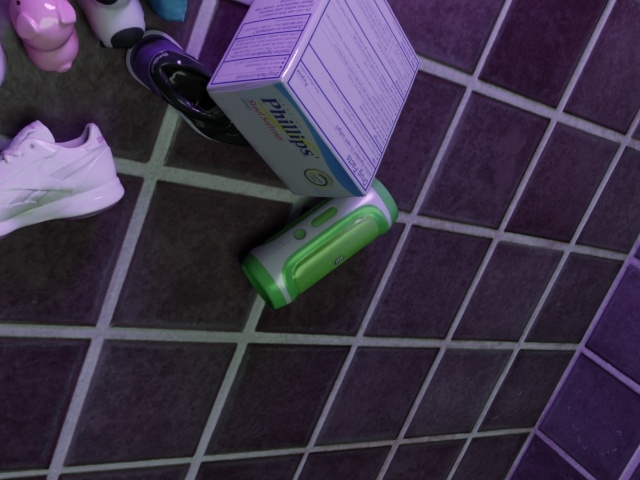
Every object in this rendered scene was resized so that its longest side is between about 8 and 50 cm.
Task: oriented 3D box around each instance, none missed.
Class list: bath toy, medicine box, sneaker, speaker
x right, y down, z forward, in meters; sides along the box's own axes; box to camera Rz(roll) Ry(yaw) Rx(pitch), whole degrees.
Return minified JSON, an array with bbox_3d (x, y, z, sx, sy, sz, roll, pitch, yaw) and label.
[{"bbox_3d":[-0.339,-0.284,0.992,0.348,0.129,0.151,-31,132,-16],"label":"bath toy"},{"bbox_3d":[0.003,-0.257,1.170,0.263,0.149,0.289,49,55,-44],"label":"medicine box"},{"bbox_3d":[-0.166,-0.206,1.171,0.283,0.124,0.107,27,100,-44],"label":"sneaker"},{"bbox_3d":[0.000,0.000,1.425,0.296,0.131,0.131,-36,133,-13],"label":"speaker"},{"bbox_3d":[-0.440,-0.085,1.076,0.305,0.114,0.152,-20,114,-31],"label":"sneaker"}]
